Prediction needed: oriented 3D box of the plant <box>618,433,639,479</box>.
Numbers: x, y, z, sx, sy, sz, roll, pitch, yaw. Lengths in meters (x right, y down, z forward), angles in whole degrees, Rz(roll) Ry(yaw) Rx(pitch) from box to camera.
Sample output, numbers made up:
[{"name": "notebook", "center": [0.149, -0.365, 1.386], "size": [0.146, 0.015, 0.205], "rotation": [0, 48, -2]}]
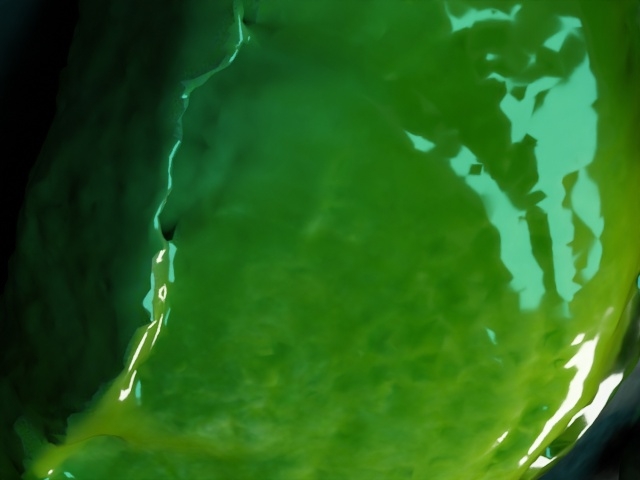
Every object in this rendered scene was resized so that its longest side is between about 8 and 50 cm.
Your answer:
[{"name": "plant", "center": [0.175, 0.153, 0.719], "size": [0.146, 0.149, 0.274], "rotation": [-139, -108, -80]}]

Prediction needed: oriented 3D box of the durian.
[{"name": "durian", "center": [0.000, 0.000, 0.374], "size": [0.139, 0.101, 0.250], "rotation": [11, 124, -14]}]
